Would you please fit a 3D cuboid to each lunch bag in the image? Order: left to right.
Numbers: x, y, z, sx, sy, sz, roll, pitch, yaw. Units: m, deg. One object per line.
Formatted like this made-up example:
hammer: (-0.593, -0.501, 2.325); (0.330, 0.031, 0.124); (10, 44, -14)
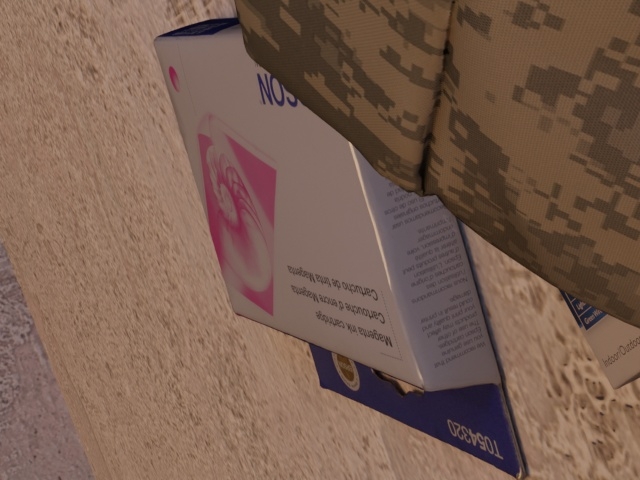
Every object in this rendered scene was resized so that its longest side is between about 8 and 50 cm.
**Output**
lunch bag: (0.121, -0.100, 0.441); (0.256, 0.212, 0.305); (44, 164, 13)

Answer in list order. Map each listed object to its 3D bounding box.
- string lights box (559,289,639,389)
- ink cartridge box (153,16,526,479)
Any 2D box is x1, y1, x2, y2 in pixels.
string lights box: (0.125, -0.077, 0.666); (0.260, 0.076, 0.133); (63, 160, 14)
ink cartridge box: (0.000, 0.000, 1.057); (0.324, 0.071, 0.330); (13, 121, 64)
